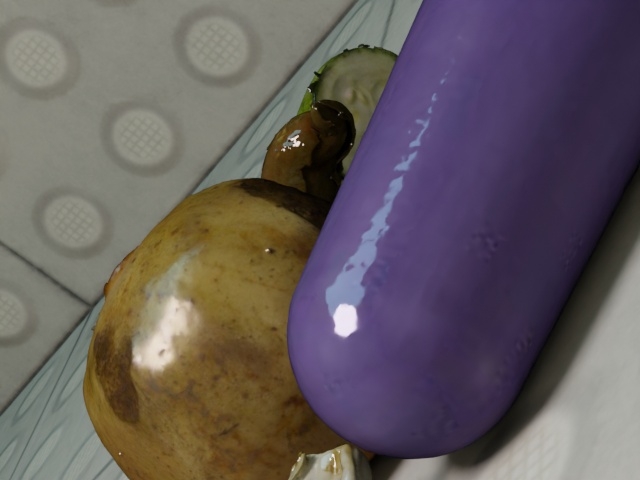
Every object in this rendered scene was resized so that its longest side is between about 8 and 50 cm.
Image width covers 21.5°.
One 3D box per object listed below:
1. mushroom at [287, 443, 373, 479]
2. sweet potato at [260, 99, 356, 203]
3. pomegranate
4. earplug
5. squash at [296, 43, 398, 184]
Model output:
[{"bbox_3d":[-0.004,0.257,1.053,0.351,0.095,0.123,-87,17,-64],"label":"mushroom"},{"bbox_3d":[-0.002,0.001,1.519,0.310,0.098,0.124,77,-147,-46],"label":"sweet potato"},{"bbox_3d":[-0.055,0.089,1.347,0.281,0.281,0.281,-50,12,15],"label":"pomegranate"},{"bbox_3d":[0.120,-0.052,1.222,0.456,0.215,0.215,-62,14,-23],"label":"earplug"},{"bbox_3d":[0.001,-0.065,1.727,0.260,0.189,0.189,-32,24,53],"label":"squash"}]
